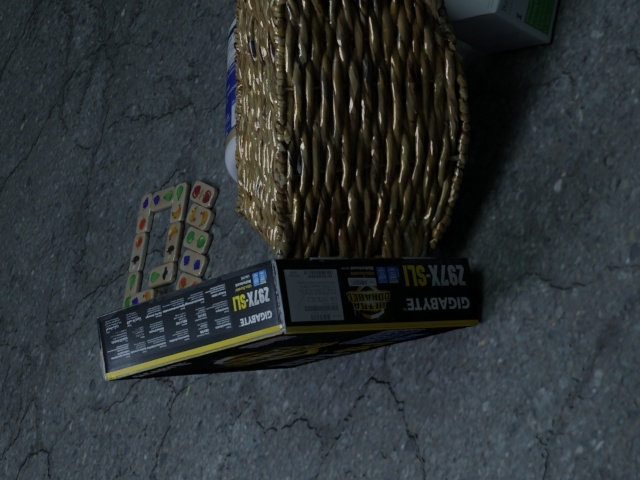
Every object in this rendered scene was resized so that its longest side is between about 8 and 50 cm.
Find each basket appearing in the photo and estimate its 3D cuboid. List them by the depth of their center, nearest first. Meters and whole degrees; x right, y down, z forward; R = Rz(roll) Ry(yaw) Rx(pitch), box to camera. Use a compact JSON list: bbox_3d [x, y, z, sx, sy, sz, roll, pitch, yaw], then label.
[{"bbox_3d":[0.030,-0.140,1.634,0.223,0.213,0.299,-133,40,-70],"label":"basket"}]

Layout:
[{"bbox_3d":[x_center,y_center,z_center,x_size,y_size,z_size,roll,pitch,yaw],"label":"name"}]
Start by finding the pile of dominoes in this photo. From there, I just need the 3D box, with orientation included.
[{"bbox_3d":[-0.219,0.034,2.074,0.196,0.040,0.251,-17,60,50],"label":"pile of dominoes"}]

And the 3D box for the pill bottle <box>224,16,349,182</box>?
[{"bbox_3d":[-0.036,-0.196,1.844,0.153,0.153,0.265,-31,49,43],"label":"pill bottle"}]

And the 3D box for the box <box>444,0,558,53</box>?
[{"bbox_3d":[0.189,-0.261,1.625,0.102,0.087,0.101,-3,71,54],"label":"box"}]

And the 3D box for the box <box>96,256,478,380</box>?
[{"bbox_3d":[-0.038,0.082,1.598,0.322,0.257,0.079,-18,78,48],"label":"box"}]
